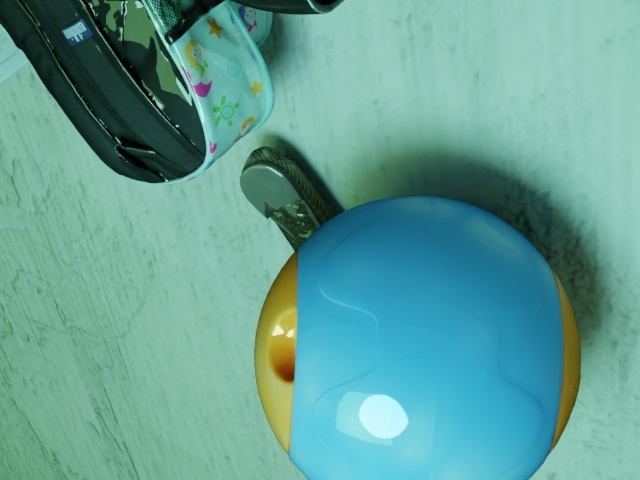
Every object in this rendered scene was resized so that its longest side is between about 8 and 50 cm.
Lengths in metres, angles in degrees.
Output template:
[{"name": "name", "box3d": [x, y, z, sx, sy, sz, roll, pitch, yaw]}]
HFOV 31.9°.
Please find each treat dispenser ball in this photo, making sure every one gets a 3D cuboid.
[{"name": "treat dispenser ball", "box3d": [0.084, 0.103, 0.998, 0.288, 0.288, 0.288, 25, 141, 22]}]

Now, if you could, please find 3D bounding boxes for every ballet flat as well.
[{"name": "ballet flat", "box3d": [0.000, 0.000, 1.176, 0.084, 0.058, 0.250, -22, 119, 28]}]

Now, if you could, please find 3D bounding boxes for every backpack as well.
[{"name": "backpack", "box3d": [-0.157, -0.182, 1.004, 0.225, 0.191, 0.253, -10, 114, 50]}]

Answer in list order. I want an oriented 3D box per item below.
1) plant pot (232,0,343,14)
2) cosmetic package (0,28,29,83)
[{"name": "plant pot", "box3d": [-0.030, -0.275, 0.812, 0.187, 0.188, 0.167, 55, 154, -19]}, {"name": "cosmetic package", "box3d": [-0.433, -0.345, 1.115, 0.217, 0.156, 0.385, 4, 131, 38]}]
